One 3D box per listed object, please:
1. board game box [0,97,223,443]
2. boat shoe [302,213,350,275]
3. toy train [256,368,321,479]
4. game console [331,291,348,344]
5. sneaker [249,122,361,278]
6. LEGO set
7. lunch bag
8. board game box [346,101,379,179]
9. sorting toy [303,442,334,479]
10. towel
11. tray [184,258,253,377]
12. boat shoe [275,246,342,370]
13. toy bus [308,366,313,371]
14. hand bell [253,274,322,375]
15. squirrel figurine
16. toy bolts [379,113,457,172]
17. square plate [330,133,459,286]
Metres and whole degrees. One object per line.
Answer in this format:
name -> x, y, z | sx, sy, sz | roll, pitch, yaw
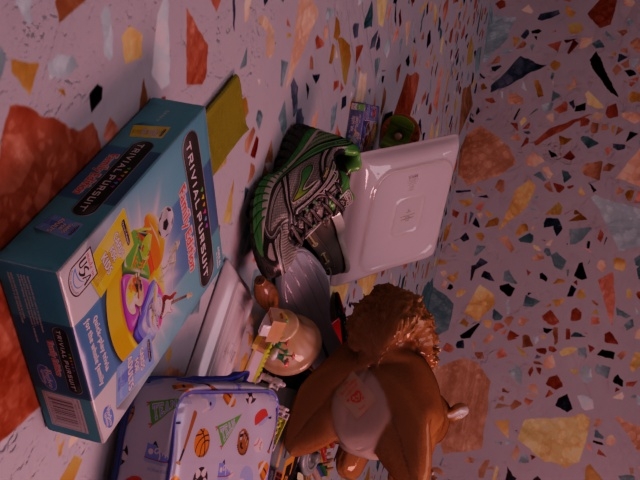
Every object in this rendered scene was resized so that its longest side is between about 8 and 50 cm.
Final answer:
board game box -> -0.225, 0.025, 1.066 | 0.336, 0.079, 0.254 | -61, 156, -48
boat shoe -> -0.002, -0.004, 1.800 | 0.109, 0.091, 0.305 | 61, -7, 25
toy train -> -0.085, 0.388, 1.709 | 0.190, 0.142, 0.334 | 50, 52, -58
game console -> 0.021, 0.216, 2.163 | 0.144, 0.085, 0.124 | 85, -8, -46
sneaker -> -0.025, -0.075, 1.572 | 0.134, 0.146, 0.344 | 81, 26, -49
LEGO set -> -0.092, 0.257, 1.524 | 0.132, 0.107, 0.287 | 27, 88, -88
lunch bag -> -0.172, 0.306, 1.301 | 0.303, 0.114, 0.243 | 18, 77, -63
board game box -> 0.090, -0.214, 2.076 | 0.136, 0.035, 0.201 | -15, 115, -73
sorting toy -> -0.003, 0.472, 2.063 | 0.275, 0.046, 0.132 | -89, 164, -48
towel -> -0.158, -0.138, 1.296 | 0.237, 0.021, 0.102 | -62, 158, -46
tray -> -0.164, 0.179, 1.470 | 0.145, 0.030, 0.271 | 66, 38, -65
boat shoe -> -0.036, 0.139, 1.777 | 0.109, 0.094, 0.302 | -29, 122, -23
toy bus -> 0.005, 0.309, 2.005 | 0.191, 0.104, 0.202 | -63, 158, -45
hand bell -> -0.081, 0.128, 1.567 | 0.242, 0.126, 0.126 | 71, 34, -56
squirrel figurine -> 0.157, 0.279, 1.730 | 0.370, 0.280, 0.397 | 24, 71, -58
toy bolts -> 0.229, -0.192, 2.321 | 0.229, 0.218, 0.158 | -64, 174, 15
square plate -> 0.188, -0.067, 2.134 | 0.347, 0.049, 0.344 | -15, 128, -38
